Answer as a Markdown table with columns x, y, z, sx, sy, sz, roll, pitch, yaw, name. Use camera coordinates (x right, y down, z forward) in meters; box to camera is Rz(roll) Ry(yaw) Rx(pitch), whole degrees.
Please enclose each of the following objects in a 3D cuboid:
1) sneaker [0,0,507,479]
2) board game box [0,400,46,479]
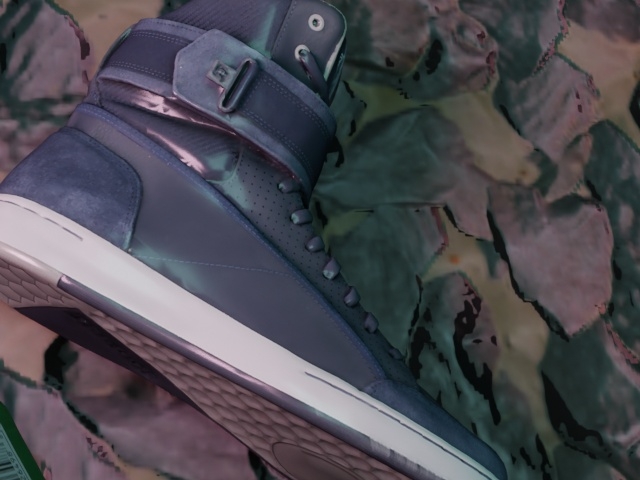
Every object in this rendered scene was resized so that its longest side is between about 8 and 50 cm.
| x | y | z | sx | sy | sz | roll | pitch | yaw | name |
| --- | --- | --- | --- | --- | --- | --- | --- | --- | --- |
| 0.000 | -0.001 | 0.530 | 0.226 | 0.086 | 0.163 | 33 | 64 | -1 | sneaker |
| -0.091 | 0.233 | 0.347 | 0.213 | 0.046 | 0.317 | -36 | 78 | 14 | board game box |
